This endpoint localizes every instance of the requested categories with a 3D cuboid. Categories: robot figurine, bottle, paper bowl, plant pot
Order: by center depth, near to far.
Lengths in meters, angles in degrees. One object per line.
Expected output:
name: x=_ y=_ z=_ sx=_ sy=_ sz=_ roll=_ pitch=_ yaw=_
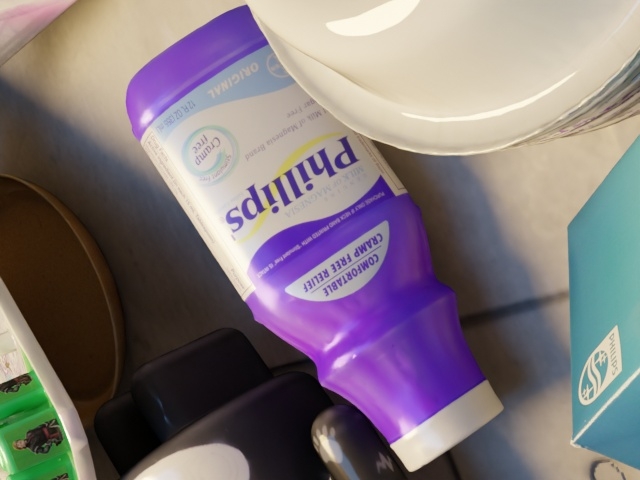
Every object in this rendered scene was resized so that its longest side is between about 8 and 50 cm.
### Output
paper bowl: x=0.055 y=-0.179 z=0.477 sx=0.284 sy=0.148 sz=0.284 roll=13 pitch=108 yaw=43
bottle: x=0.000 y=0.000 z=0.645 sx=0.283 sy=0.118 sz=0.092 roll=56 pitch=178 yaw=10
robot figurine: x=-0.030 y=0.198 z=0.721 sx=0.278 sy=0.174 sz=0.209 roll=55 pitch=171 yaw=11
plant pot: x=-0.243 y=0.052 z=0.952 sx=0.236 sy=0.032 sz=0.236 roll=19 pitch=120 yaw=37

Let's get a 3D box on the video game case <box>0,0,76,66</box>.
video game case: x=-0.262 y=-0.196 z=0.712 sx=0.274 sy=0.196 sz=0.026 roll=-34 pitch=42 yaw=22

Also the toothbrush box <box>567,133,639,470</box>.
toothbrush box: x=0.244 y=-0.024 z=0.336 sx=0.216 sy=0.126 sz=0.295 roll=22 pitch=131 yaw=-8

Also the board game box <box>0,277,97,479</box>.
board game box: x=-0.257 y=0.150 z=0.860 sx=0.390 sy=0.050 sz=0.390 roll=47 pitch=149 yaw=40
